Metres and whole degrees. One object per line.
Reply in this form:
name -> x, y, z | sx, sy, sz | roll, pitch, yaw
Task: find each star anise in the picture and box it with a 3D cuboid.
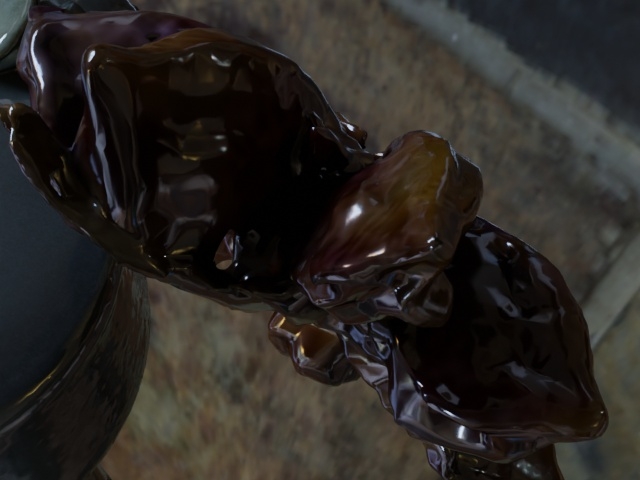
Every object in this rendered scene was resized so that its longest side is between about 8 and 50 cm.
star anise -> -0.001, 0.000, 0.375 | 0.168, 0.168, 0.057 | 34, 89, 4

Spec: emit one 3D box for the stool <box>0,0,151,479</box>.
stool -> -0.119, 0.018, 0.612 | 0.153, 0.139, 0.228 | 36, 71, 24
